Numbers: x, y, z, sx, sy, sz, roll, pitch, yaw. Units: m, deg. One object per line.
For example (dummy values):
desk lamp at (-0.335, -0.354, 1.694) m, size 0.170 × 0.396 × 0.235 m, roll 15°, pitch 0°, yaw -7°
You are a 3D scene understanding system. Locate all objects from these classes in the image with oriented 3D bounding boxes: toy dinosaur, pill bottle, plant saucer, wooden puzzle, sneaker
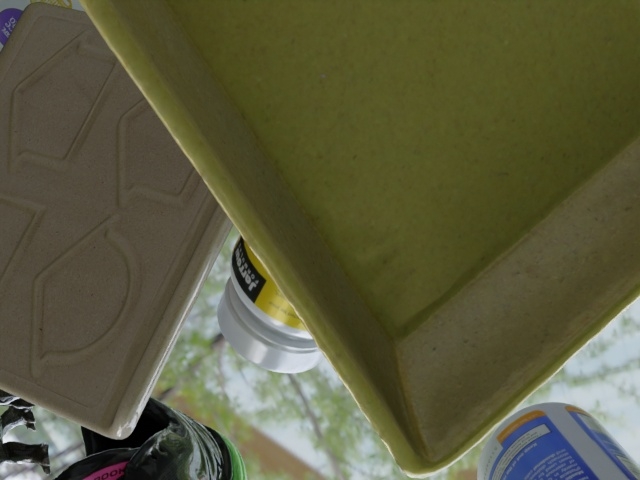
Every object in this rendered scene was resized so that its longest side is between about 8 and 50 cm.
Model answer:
toy dinosaur at (-0.349, 0.180, 1.235) m, size 0.160 × 0.121 × 0.313 m, roll -7°, pitch -168°, yaw -19°
pill bottle at (0.000, 0.000, 0.993) m, size 0.119 × 0.208 × 0.119 m, roll 17°, pitch -141°, yaw -14°
plant saucer at (0.078, -0.102, 0.679) m, size 0.333 × 0.333 × 0.081 m, roll -39°, pitch -155°, yaw -13°
pill bottle at (0.269, 0.284, 1.267) m, size 0.152 × 0.152 × 0.272 m, roll -25°, pitch -155°, yaw -4°
wooden puzzle at (-0.192, -0.026, 1.052) m, size 0.348 × 0.080 × 0.322 m, roll 15°, pitch -107°, yaw 36°
sneaker at (-0.162, 0.294, 1.133) m, size 0.185 × 0.202 × 0.483 m, roll -41°, pitch -156°, yaw 7°

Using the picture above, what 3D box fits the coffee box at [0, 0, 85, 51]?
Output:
coffee box at (-0.378, -0.170, 1.459) m, size 0.338 × 0.337 × 0.334 m, roll -21°, pitch -155°, yaw 45°
